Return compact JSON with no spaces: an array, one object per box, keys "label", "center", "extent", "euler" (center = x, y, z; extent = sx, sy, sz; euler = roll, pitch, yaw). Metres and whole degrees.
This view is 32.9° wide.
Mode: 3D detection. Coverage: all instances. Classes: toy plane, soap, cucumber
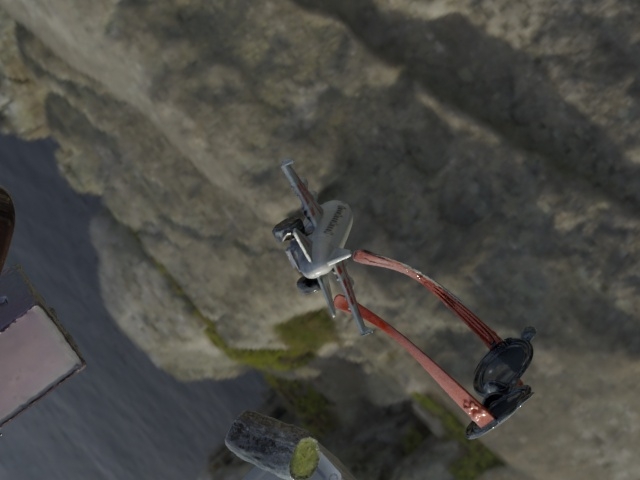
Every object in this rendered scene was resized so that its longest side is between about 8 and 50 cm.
[{"label":"toy plane","center":[0.000,0.000,0.919],"extent":[0.171,0.065,0.162],"euler":[-99,-15,-74]},{"label":"soap","center":[-0.436,0.165,1.271],"extent":[0.107,0.296,0.285],"euler":[59,165,-18]},{"label":"cucumber","center":[-0.057,0.238,1.267],"extent":[0.112,0.064,0.064],"euler":[17,137,36]}]

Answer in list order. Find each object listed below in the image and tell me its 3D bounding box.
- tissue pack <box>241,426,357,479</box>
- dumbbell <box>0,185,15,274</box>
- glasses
[{"label":"tissue pack","center":[-0.053,0.455,1.773],"extent":[0.159,0.246,0.136],"euler":[41,174,46]},{"label":"dumbbell","center":[-0.408,-0.020,1.003],"extent":[0.225,0.141,0.124],"euler":[21,167,-36]},{"label":"glasses","center":[0.155,0.109,1.380],"extent":[0.268,0.234,0.118],"euler":[44,114,-6]}]
